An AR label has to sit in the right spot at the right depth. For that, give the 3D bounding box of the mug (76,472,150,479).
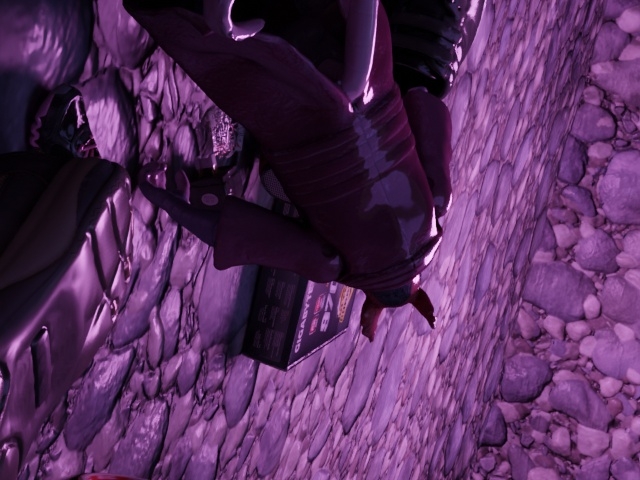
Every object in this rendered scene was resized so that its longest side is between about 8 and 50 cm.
[{"bbox_3d":[-0.161,0.268,1.092,0.150,0.113,0.169,15,89,-75],"label":"mug"}]

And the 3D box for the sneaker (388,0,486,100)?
[{"bbox_3d":[0.119,-0.254,1.467,0.296,0.104,0.147,94,16,-49],"label":"sneaker"}]

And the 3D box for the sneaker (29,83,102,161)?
[{"bbox_3d":[-0.148,-0.043,0.922,0.047,0.057,0.119,-51,151,-47],"label":"sneaker"}]

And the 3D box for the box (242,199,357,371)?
[{"bbox_3d":[0.000,0.000,1.433,0.175,0.051,0.220,-25,130,-68],"label":"box"}]

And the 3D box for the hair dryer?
[{"bbox_3d":[-0.010,-0.137,1.225,0.293,0.080,0.224,-27,131,-68],"label":"hair dryer"}]

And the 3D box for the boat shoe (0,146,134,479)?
[{"bbox_3d":[-0.211,0.076,0.720,0.355,0.130,0.132,-61,163,-50],"label":"boat shoe"}]

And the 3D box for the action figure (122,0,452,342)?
[{"bbox_3d":[0.022,-0.084,1.002,0.248,0.275,0.370,-36,116,-20],"label":"action figure"}]
